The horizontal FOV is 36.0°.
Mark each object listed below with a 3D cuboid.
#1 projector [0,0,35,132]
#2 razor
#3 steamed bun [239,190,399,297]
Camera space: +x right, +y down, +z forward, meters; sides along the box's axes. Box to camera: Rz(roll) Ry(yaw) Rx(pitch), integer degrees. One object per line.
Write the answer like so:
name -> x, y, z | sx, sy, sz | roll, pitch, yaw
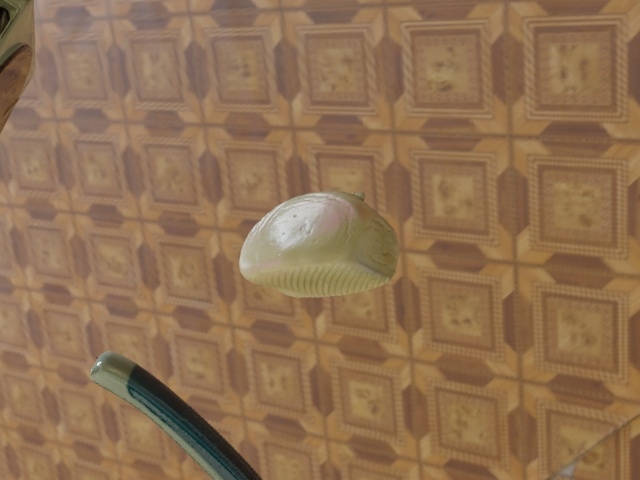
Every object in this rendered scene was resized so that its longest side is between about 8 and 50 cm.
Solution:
projector -> -0.366, -0.106, 0.941 | 0.079, 0.257, 0.259 | 31, 166, -10
razor -> -0.060, 0.133, 0.564 | 0.037, 0.068, 0.191 | -29, 109, 19
steamed bun -> 0.000, 0.000, 1.519 | 0.239, 0.170, 0.152 | -7, 67, 37
